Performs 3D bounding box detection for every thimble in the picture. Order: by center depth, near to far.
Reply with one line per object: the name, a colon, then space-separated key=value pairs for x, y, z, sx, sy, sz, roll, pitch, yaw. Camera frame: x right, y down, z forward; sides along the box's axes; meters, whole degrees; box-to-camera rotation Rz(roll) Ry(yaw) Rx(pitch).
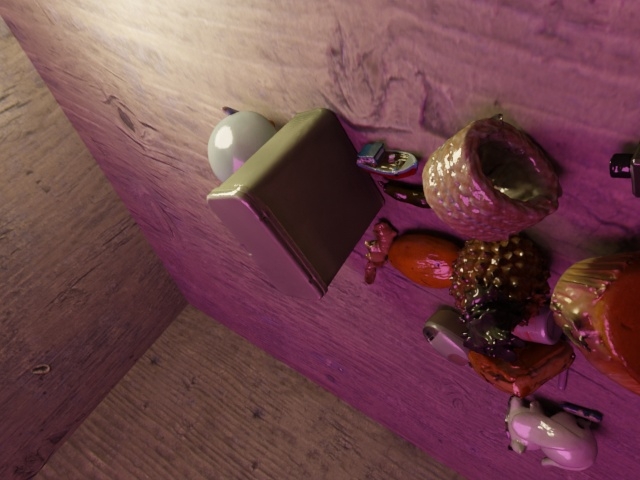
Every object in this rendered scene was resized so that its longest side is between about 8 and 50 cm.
thimble: x=0.319 y=-0.108 z=0.906 sx=0.229 sy=0.196 sz=0.148 roll=42 pitch=152 yaw=-4

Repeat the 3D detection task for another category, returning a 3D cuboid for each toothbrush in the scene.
toothbrush: x=0.675 y=0.333 z=1.340 sx=0.024 sy=0.029 sz=0.354 roll=35 pitch=158 yaw=42

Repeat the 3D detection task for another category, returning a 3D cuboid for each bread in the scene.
bread: x=0.649 y=0.177 z=0.935 sx=0.389 sy=0.236 sz=0.183 roll=34 pitch=170 yaw=-9
bread: x=0.520 y=0.305 z=1.286 sx=0.099 sy=0.210 sz=0.235 roll=67 pitch=166 yaw=-10

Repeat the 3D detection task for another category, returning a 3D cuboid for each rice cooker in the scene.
rice cooker: x=0.422 y=0.304 z=1.506 sx=0.206 sy=0.127 sz=0.145 roll=30 pitch=153 yaw=9

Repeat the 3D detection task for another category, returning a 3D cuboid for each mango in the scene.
mango: x=0.279 y=0.058 z=1.307 sx=0.262 sy=0.109 sz=0.157 roll=0 pitch=132 yaw=47

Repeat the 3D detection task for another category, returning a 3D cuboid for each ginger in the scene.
ginger: x=0.169 y=0.041 z=1.466 sx=0.089 sy=0.075 sz=0.288 roll=8 pitch=145 yaw=-3

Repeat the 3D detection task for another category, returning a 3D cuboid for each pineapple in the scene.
pineapple: x=0.371 y=0.132 z=1.027 sx=0.223 sy=0.357 sz=0.223 roll=12 pitch=122 yaw=19

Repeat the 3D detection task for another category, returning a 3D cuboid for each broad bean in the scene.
broad bean: x=0.252 y=-0.104 z=1.164 sx=0.254 sy=0.046 sz=0.065 roll=16 pitch=146 yaw=39

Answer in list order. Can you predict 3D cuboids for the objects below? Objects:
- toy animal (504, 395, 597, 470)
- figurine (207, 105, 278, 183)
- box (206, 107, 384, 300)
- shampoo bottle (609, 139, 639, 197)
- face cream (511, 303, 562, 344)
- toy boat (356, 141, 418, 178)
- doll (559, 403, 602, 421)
toy animal: x=0.737 y=0.636 z=1.578 sx=0.249 sy=0.174 sz=0.289 roll=35 pitch=154 yaw=6
figurine: x=-0.212 y=-0.209 z=1.418 sx=0.224 sy=0.205 sz=0.382 roll=42 pitch=162 yaw=7
box: x=-0.039 y=-0.091 z=1.214 sx=0.177 sy=0.344 sz=0.352 roll=5 pitch=138 yaw=50
shampoo bottle: x=0.573 y=-0.110 z=0.719 sx=0.246 sy=0.079 sz=0.080 roll=10 pitch=140 yaw=43
face cream: x=0.498 y=0.208 z=1.284 sx=0.252 sy=0.101 sz=0.101 roll=-1 pitch=134 yaw=52
toy boat: x=0.157 y=-0.187 z=1.126 sx=0.173 sy=0.069 sz=0.059 roll=22 pitch=157 yaw=39
doll: x=0.803 y=0.531 z=1.494 sx=0.125 sy=0.027 sz=0.037 roll=5 pitch=145 yaw=48
